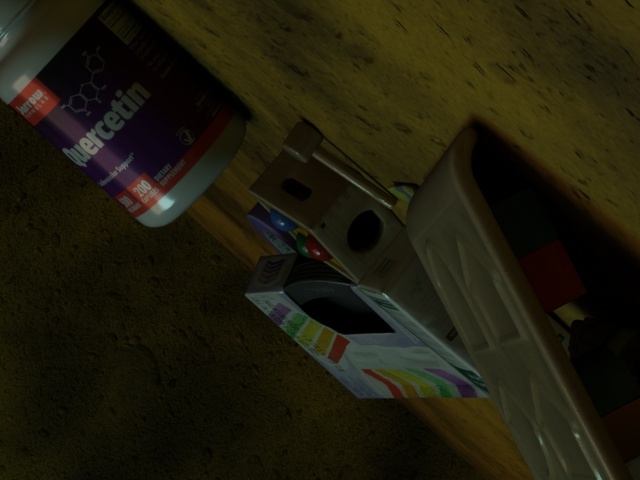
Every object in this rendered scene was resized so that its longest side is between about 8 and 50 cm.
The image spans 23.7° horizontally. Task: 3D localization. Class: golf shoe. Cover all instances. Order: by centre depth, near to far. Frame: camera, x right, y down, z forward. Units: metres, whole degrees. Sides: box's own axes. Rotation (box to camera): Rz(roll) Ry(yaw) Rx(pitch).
[{"bbox_3d":[0.249,0.103,1.336,0.086,0.067,0.186,40,173,14],"label":"golf shoe"}]

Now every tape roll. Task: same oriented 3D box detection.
[{"bbox_3d":[0.000,0.000,1.967,0.189,0.080,0.189,41,173,6],"label":"tape roll"}]

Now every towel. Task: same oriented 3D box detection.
[{"bbox_3d":[0.100,-0.034,1.511,0.060,0.009,0.083,42,173,-16],"label":"towel"}]

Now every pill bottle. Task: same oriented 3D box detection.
[{"bbox_3d":[-0.256,-0.178,1.810,0.323,0.181,0.181,42,173,-13],"label":"pill bottle"}]

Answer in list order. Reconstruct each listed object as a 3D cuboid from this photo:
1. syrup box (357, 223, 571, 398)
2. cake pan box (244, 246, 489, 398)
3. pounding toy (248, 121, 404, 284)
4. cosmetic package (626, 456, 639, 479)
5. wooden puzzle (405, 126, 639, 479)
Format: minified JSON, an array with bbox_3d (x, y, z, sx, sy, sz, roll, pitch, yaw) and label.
[{"bbox_3d":[0.163,0.087,1.538,0.237,0.096,0.093,41,173,-15],"label":"syrup box"},{"bbox_3d":[0.074,0.100,1.854,0.246,0.070,0.267,-6,140,39],"label":"cake pan box"},{"bbox_3d":[0.003,-0.037,1.661,0.181,0.094,0.206,33,170,47],"label":"pounding toy"},{"bbox_3d":[0.311,0.266,1.575,0.085,0.117,0.231,35,152,40],"label":"cosmetic package"},{"bbox_3d":[0.178,0.088,1.266,0.322,0.080,0.348,115,133,-82],"label":"wooden puzzle"}]
